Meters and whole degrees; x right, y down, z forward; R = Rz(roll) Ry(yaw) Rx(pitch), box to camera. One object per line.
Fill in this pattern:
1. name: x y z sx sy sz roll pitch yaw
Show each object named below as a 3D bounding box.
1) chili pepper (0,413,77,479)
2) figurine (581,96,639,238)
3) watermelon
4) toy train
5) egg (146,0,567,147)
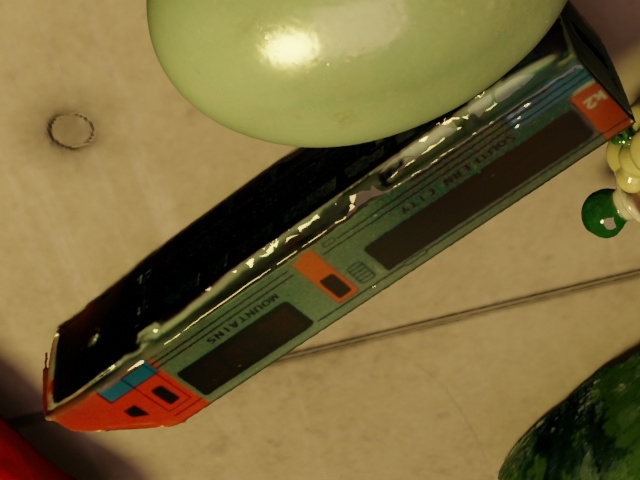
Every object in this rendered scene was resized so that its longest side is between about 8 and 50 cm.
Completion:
1. chili pepper: -0.231 0.163 1.108 0.110 0.110 0.387 -28 125 16
2. figurine: 0.234 -0.025 1.014 0.147 0.093 0.197 -12 133 17
3. watermelon: 0.268 0.149 1.151 0.264 0.151 0.302 -41 141 21
4. toy train: 0.000 0.000 1.010 0.409 0.086 0.089 -35 128 21
5. egg: 0.023 -0.138 0.841 0.231 0.168 0.168 -22 130 7
